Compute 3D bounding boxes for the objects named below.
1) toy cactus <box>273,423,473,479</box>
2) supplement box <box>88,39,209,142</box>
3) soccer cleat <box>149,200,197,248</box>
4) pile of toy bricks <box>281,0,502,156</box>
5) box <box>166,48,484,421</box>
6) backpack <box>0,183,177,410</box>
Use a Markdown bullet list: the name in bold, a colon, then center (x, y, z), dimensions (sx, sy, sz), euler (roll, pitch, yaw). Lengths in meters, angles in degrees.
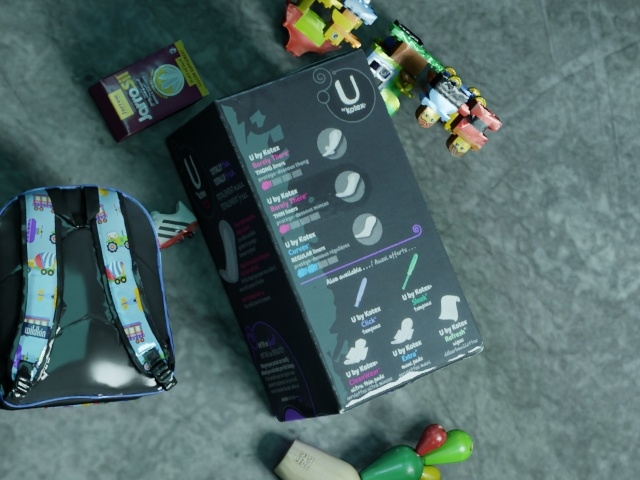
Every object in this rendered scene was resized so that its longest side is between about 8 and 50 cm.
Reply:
- **toy cactus**: center (0.043, 0.235, 1.594), dimensions (0.180, 0.112, 0.219), euler (34, 80, -2)
- **supplement box**: center (-0.146, -0.127, 1.602), dimensions (0.083, 0.043, 0.055), euler (-30, 94, -21)
- **soccer cleat**: center (-0.142, -0.005, 1.594), dimensions (0.083, 0.029, 0.036), euler (-28, 83, -25)
- **pile of toy bricks**: center (0.053, -0.132, 1.655), dimensions (0.212, 0.118, 0.105), euler (37, 103, -21)
- **box**: center (0.000, 0.000, 1.570), dimensions (0.143, 0.165, 0.270), euler (-22, 90, -21)
- **backpack**: center (-0.204, 0.046, 1.514), dimensions (0.158, 0.117, 0.173), euler (-5, 84, -21)
